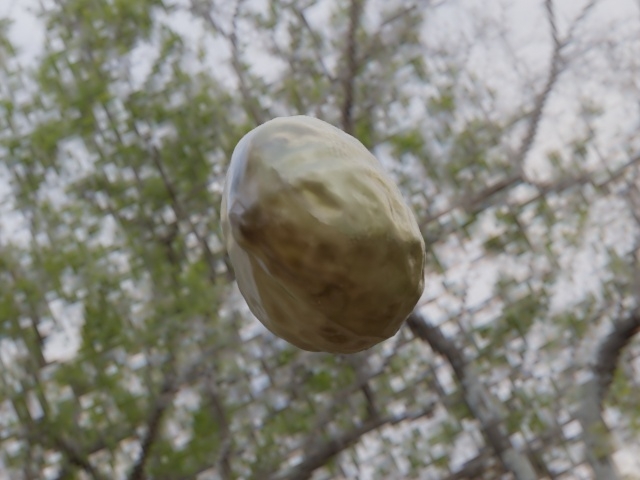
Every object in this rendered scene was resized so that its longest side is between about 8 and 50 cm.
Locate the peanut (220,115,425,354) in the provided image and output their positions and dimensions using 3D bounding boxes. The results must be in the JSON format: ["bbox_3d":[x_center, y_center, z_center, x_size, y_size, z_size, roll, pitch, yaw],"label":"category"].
[{"bbox_3d":[0.000,0.000,1.008,0.109,0.140,0.159,-23,-26,-9],"label":"peanut"}]
